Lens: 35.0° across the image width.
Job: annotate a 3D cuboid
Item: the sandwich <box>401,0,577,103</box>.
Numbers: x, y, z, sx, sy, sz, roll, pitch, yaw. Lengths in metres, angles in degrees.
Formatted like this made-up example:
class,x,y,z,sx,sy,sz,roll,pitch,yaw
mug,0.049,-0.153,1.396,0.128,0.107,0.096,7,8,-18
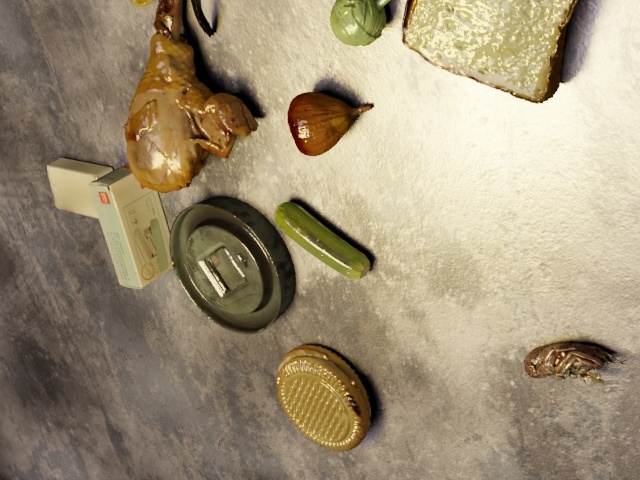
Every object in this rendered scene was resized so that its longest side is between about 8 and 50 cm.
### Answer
class,x,y,z,sx,sy,sz,roll,pitch,yaw
sandwich,0.271,-0.382,1.537,0.271,0.099,0.301,28,131,18

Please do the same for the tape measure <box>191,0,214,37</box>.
class,x,y,z,sx,sy,sz,roll,pitch,yaw
tape measure,-0.210,-0.525,1.842,0.097,0.215,0.351,25,174,24

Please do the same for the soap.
class,x,y,z,sx,sy,sz,roll,pitch,yaw
soap,-0.568,-0.123,2.432,0.183,0.063,0.122,13,122,33

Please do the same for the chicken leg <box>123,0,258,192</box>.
class,x,y,z,sx,sy,sz,roll,pitch,yaw
chicken leg,-0.257,-0.288,2.033,0.295,0.182,0.410,9,106,25

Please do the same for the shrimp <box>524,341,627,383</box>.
class,x,y,z,sx,sy,sz,roll,pitch,yaw
shrimp,0.449,0.217,1.797,0.190,0.074,0.073,-4,81,30

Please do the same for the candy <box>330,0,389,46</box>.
class,x,y,z,sx,sy,sz,roll,pitch,yaw
candy,0.141,-0.432,1.659,0.092,0.093,0.335,24,137,-33

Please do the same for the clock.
class,x,y,z,sx,sy,sz,roll,pitch,yaw
clock,-0.195,0.054,2.231,0.318,0.066,0.319,21,128,30

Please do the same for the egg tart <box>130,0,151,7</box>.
class,x,y,z,sx,sy,sz,roll,pitch,yaw
egg tart,-0.364,-0.520,2.033,0.105,0.039,0.105,20,127,29

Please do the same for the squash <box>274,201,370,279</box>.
class,x,y,z,sx,sy,sz,roll,pitch,yaw
squash,0.000,0.000,2.037,0.228,0.066,0.066,36,133,16

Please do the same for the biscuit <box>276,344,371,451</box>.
class,x,y,z,sx,sy,sz,roll,pitch,yaw
biscuit,0.005,0.348,2.235,0.259,0.079,0.259,20,127,30

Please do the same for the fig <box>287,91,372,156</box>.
class,x,y,z,sx,sy,sz,roll,pitch,yaw
fig,0.008,-0.232,1.881,0.119,0.153,0.119,55,178,3

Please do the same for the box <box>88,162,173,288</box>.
class,x,y,z,sx,sy,sz,roll,pitch,yaw
box,-0.426,-0.035,2.317,0.079,0.135,0.270,6,119,38
